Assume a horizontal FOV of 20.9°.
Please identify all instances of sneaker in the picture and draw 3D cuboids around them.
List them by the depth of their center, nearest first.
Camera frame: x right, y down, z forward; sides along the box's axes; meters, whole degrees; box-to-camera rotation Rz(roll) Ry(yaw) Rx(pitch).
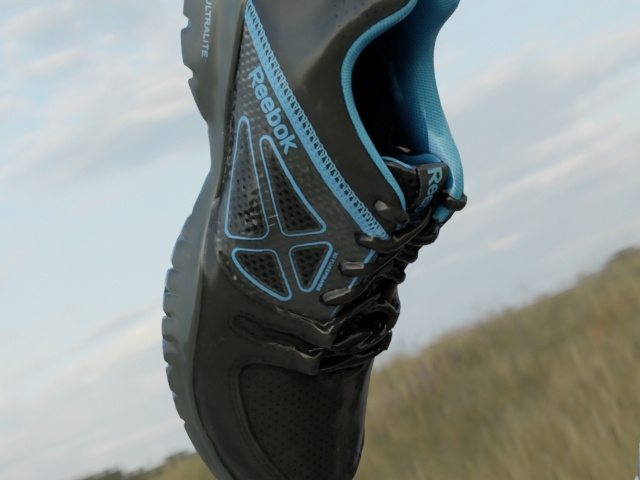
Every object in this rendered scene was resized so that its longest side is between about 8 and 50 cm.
[{"bbox_3d":[0.000,0.000,0.923,0.139,0.341,0.125,14,23,38],"label":"sneaker"}]

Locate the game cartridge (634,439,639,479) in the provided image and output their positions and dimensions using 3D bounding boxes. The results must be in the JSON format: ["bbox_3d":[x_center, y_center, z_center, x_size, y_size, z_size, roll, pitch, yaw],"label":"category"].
[{"bbox_3d":[0.192,0.174,0.817,0.068,0.230,0.355,10,15,2],"label":"game cartridge"}]
